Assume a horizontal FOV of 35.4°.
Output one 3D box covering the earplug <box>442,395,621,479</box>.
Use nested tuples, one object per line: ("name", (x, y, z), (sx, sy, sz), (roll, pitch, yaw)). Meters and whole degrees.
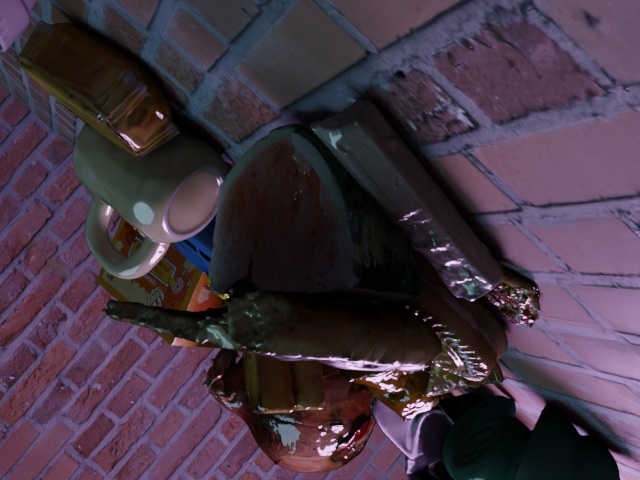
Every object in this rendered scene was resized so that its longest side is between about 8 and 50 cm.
("earplug", (0.299, 0.318, 1.431), (0.280, 0.164, 0.257), (23, 171, 25))

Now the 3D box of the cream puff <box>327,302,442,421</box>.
("cream puff", (0.088, 0.140, 1.464), (0.241, 0.155, 0.269), (39, 179, 36))

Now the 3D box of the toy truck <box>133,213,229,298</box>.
("toy truck", (-0.205, -0.042, 1.712), (0.385, 0.161, 0.162), (37, 161, 24))

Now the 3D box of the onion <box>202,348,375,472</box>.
("onion", (-0.013, 0.270, 1.915), (0.353, 0.354, 0.353), (38, 171, 8))

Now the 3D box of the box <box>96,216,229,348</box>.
("box", (-0.247, 0.067, 2.027), (0.283, 0.214, 0.259), (31, -169, 39))

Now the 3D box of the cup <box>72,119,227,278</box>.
("cup", (-0.285, -0.075, 1.553), (0.202, 0.255, 0.173), (35, 175, 28))

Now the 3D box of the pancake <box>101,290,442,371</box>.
("pancake", (-0.015, 0.088, 1.056), (0.304, 0.067, 0.426), (7, 177, 32))

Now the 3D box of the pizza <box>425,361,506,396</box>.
("pizza", (0.189, 0.184, 1.381), (0.123, 0.108, 0.026), (40, -171, -18))

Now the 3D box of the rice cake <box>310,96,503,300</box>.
("rice cake", (0.087, -0.033, 0.916), (0.256, 0.057, 0.052), (47, -166, -33))

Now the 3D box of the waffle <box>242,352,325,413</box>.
("waffle", (-0.069, 0.083, 1.439), (0.224, 0.098, 0.328), (140, 125, -77))

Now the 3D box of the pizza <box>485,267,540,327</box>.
("pizza", (0.189, 0.054, 1.013), (0.100, 0.029, 0.099), (40, 170, -1))

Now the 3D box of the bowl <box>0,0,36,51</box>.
("bowl", (-0.401, -0.350, 1.063), (0.287, 0.144, 0.287), (38, 170, 8))

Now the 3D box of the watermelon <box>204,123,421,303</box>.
("watermelon", (0.000, 0.000, 1.026), (0.224, 0.180, 0.305), (52, 156, -16))

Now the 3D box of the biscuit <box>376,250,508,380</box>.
("biscuit", (0.121, 0.078, 1.237), (0.259, 0.079, 0.259), (37, 169, 8))

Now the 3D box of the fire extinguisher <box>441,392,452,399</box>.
("fire extinguisher", (0.246, 0.354, 2.017), (0.294, 0.093, 0.118), (46, -165, -34))

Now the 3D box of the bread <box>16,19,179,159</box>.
("bread", (-0.322, -0.224, 1.456), (0.241, 0.107, 0.136), (35, 168, 31))

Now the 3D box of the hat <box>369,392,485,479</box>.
("hat", (0.252, 0.324, 1.747), (0.238, 0.209, 0.336), (-5, 120, 48))
